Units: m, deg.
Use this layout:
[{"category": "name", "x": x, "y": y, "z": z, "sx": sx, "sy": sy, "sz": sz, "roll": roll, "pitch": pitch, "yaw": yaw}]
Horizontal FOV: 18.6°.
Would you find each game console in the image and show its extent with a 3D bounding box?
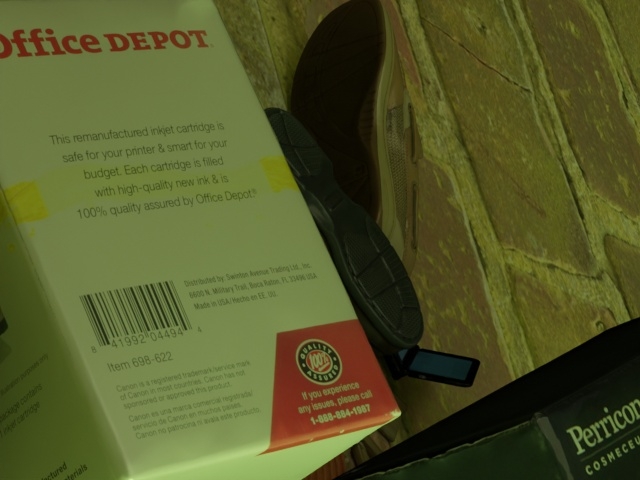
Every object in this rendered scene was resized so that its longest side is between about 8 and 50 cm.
[{"category": "game console", "x": 0.104, "y": 0.098, "z": 1.951, "sx": 0.122, "sy": 0.071, "sz": 0.107, "roll": -43, "pitch": 110, "yaw": -78}]

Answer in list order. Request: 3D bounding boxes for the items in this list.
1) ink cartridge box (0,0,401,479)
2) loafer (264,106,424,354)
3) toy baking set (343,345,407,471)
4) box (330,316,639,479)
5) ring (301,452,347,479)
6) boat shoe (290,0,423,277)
[{"category": "ink cartridge box", "x": -0.152, "y": 0.012, "z": 1.470, "sx": 0.279, "sy": 0.160, "sz": 0.384, "roll": -8, "pitch": 68, "yaw": -44}, {"category": "loafer", "x": 0.000, "y": 0.000, "z": 1.881, "sx": 0.267, "sy": 0.084, "sz": 0.096, "roll": 57, "pitch": 35, "yaw": 2}, {"category": "toy baking set", "x": 0.010, "y": 0.145, "z": 1.823, "sx": 0.256, "sy": 0.030, "sz": 0.196, "roll": 31, "pitch": 38, "yaw": -43}, {"category": "box", "x": 0.313, "y": 0.322, "z": 1.685, "sx": 0.480, "sy": 0.297, "sz": 0.471, "roll": -23, "pitch": 87, "yaw": -45}, {"category": "ring", "x": -0.099, "y": 0.152, "z": 1.611, "sx": 0.337, "sy": 0.032, "sz": 0.336, "roll": 35, "pitch": 38, "yaw": -33}, {"category": "boat shoe", "x": 0.046, "y": -0.103, "z": 2.055, "sx": 0.110, "sy": 0.122, "sz": 0.341, "roll": 38, "pitch": 43, "yaw": -43}]
